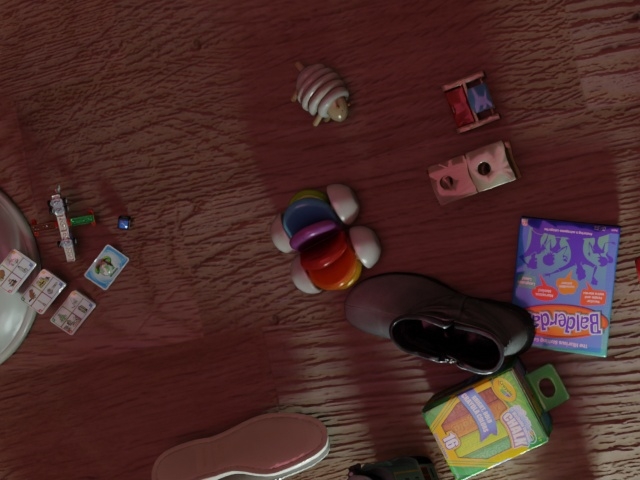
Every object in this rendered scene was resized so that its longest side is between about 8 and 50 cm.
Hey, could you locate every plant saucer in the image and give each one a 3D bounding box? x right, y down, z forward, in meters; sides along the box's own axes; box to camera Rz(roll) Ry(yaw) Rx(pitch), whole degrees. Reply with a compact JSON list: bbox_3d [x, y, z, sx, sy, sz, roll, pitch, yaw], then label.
[{"bbox_3d":[-0.717,0.066,2.068,0.400,0.100,0.401,1,93,15],"label":"plant saucer"}]

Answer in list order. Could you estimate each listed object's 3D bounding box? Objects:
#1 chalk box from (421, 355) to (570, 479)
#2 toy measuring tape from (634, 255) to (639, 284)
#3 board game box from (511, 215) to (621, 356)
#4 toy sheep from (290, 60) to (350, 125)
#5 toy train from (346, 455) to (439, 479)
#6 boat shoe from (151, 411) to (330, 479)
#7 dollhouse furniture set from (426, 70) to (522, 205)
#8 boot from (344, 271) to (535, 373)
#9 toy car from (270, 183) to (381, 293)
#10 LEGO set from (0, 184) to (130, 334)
[{"bbox_3d":[0.292,0.274,1.797,0.213,0.132,0.132,-29,87,15],"label":"chalk box"},{"bbox_3d":[0.561,0.109,1.725,0.121,0.121,0.330,-13,90,15],"label":"toy measuring tape"},{"bbox_3d":[0.392,0.073,1.801,0.160,0.047,0.210,6,96,15],"label":"board game box"},{"bbox_3d":[-0.002,-0.250,1.866,0.132,0.091,0.091,46,103,13],"label":"toy sheep"},{"bbox_3d":[0.123,0.440,1.764,0.142,0.334,0.190,-28,72,17],"label":"toy train"},{"bbox_3d":[-0.128,0.386,1.935,0.324,0.097,0.117,-18,48,12],"label":"boat shoe"},{"bbox_3d":[0.226,-0.164,1.786,0.128,0.129,0.184,-20,90,15],"label":"dollhouse furniture set"},{"bbox_3d":[0.155,0.124,1.759,0.338,0.222,0.118,5,96,28],"label":"boot"},{"bbox_3d":[0.000,0.000,1.853,0.159,0.136,0.182,-28,87,15],"label":"toy car"},{"bbox_3d":[-0.452,0.024,2.020,0.182,0.060,0.244,36,101,-13],"label":"LEGO set"}]
